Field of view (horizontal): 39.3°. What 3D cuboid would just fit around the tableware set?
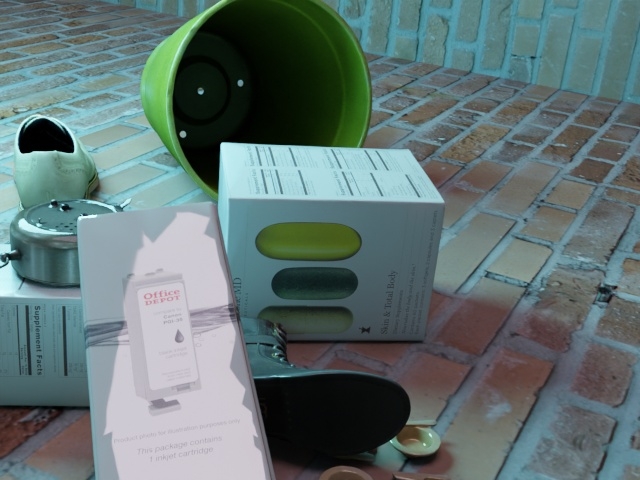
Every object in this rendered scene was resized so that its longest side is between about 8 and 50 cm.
[{"bbox_3d":[0.064,0.225,0.902,0.141,0.020,0.168,2,24,-6],"label":"tableware set"}]

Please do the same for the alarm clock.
[{"bbox_3d":[-0.280,0.002,0.952,0.129,0.064,0.192,24,32,38],"label":"alarm clock"}]

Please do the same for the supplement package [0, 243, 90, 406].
[{"bbox_3d":[-0.330,0.090,0.979,0.244,0.133,0.139,2,23,-6],"label":"supplement package"}]

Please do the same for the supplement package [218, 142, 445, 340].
[{"bbox_3d":[0.000,0.000,1.172,0.263,0.199,0.198,1,25,-10],"label":"supplement package"}]

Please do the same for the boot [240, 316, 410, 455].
[{"bbox_3d":[-0.047,0.138,0.979,0.263,0.091,0.229,2,16,-6],"label":"boot"}]

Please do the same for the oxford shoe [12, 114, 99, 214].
[{"bbox_3d":[-0.433,-0.144,1.466,0.140,0.146,0.397,-6,25,-18],"label":"oxford shoe"}]

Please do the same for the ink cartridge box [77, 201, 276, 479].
[{"bbox_3d":[-0.115,0.141,0.702,0.117,0.207,0.283,-7,50,-12],"label":"ink cartridge box"}]

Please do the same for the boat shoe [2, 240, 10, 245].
[{"bbox_3d":[-0.406,0.021,1.228,0.049,0.056,0.152,14,15,30],"label":"boat shoe"}]

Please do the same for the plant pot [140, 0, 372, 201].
[{"bbox_3d":[-0.154,-0.254,1.593,0.366,0.366,0.353,-8,15,-27],"label":"plant pot"}]
